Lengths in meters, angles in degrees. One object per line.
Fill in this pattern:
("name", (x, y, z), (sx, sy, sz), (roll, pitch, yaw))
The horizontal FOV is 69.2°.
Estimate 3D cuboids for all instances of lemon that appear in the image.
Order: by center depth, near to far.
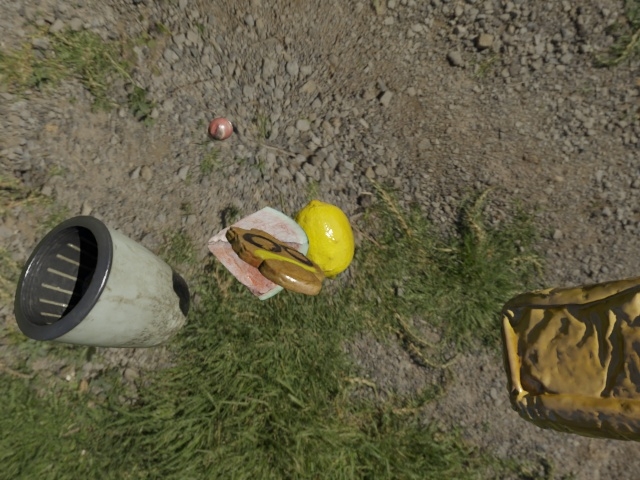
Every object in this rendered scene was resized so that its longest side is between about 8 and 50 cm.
("lemon", (0.000, -0.003, 1.699), (0.261, 0.260, 0.283), (-30, 118, 0))

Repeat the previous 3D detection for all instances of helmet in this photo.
("helmet", (-0.298, -0.314, 1.335), (0.084, 0.049, 0.065), (-21, 113, 30))

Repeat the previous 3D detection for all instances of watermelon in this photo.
("watermelon", (-0.216, 0.026, 1.540), (0.293, 0.250, 0.283), (28, 101, -12))

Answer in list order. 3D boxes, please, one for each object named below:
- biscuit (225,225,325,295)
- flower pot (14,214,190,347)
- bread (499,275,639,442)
("biscuit", (-0.088, 0.030, 0.976), (0.209, 0.290, 0.041), (21, 102, -32))
("flower pot", (-0.508, 0.131, 1.158), (0.293, 0.293, 0.330), (-47, 145, 4))
("bread", (0.301, 0.104, 0.407), (0.119, 0.288, 0.152), (13, 71, -40))
